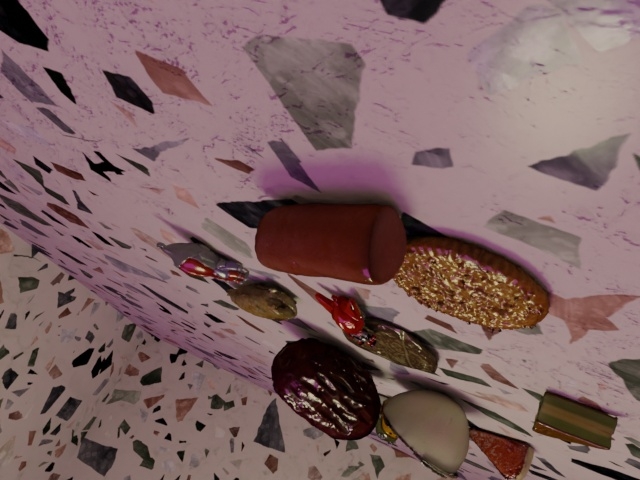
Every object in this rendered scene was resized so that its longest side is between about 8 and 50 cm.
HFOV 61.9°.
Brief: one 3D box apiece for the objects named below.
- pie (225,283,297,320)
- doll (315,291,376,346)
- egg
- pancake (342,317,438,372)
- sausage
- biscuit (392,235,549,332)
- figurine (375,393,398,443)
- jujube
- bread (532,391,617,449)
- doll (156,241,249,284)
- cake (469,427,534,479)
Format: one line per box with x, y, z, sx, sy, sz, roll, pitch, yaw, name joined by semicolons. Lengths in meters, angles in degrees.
-0.160;0.162;1.393;0.128;0.068;0.282;38;160;-22;pie
0.065;0.175;1.154;0.109;0.057;0.169;5;135;45;doll
0.314;0.507;1.495;0.264;0.174;0.286;39;179;3;egg
0.162;0.248;1.259;0.250;0.031;0.250;23;158;10;pancake
0.000;0.000;0.787;0.259;0.114;0.113;5;149;45;sausage
0.211;0.071;0.808;0.254;0.035;0.254;24;158;10;biscuit
0.222;0.649;1.936;0.166;0.141;0.250;40;155;-32;figurine
0.021;0.438;1.579;0.258;0.258;0.377;-4;130;52;jujube
0.512;0.372;1.082;0.139;0.074;0.084;15;155;23;bread
-0.282;0.053;1.274;0.227;0.075;0.102;24;146;-18;doll
0.534;0.656;1.629;0.220;0.117;0.086;-1;151;47;cake
